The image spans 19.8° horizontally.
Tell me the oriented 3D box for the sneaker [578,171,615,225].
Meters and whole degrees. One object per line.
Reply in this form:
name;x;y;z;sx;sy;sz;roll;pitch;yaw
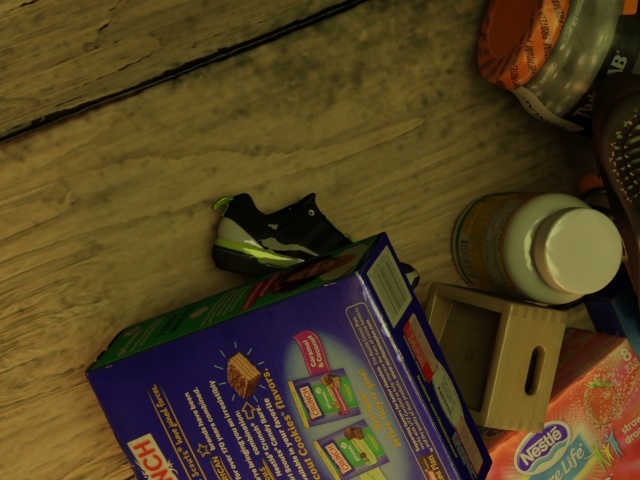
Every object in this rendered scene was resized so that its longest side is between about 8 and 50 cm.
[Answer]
sneaker;0.389;-0.021;2.022;0.214;0.084;0.083;6;77;9

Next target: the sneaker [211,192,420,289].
sneaker;0.000;0.000;1.915;0.234;0.084;0.097;10;87;-19

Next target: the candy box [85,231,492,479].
candy box;-0.031;0.176;1.809;0.317;0.122;0.268;-21;102;21

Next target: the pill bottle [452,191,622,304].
pill bottle;0.229;0.007;1.927;0.117;0.208;0.118;-1;92;-18

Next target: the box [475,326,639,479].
box;0.226;0.242;1.969;0.300;0.142;0.154;-36;102;-14

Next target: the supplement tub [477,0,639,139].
supplement tub;0.341;-0.192;1.968;0.316;0.193;0.194;17;86;-18

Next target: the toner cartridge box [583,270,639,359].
toner cartridge box;0.443;0.182;2.076;0.165;0.075;0.348;-28;100;-15

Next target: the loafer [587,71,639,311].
loafer;0.366;-0.036;1.903;0.133;0.130;0.366;-18;129;3

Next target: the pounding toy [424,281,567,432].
pounding toy;0.146;0.140;1.916;0.094;0.206;0.181;10;93;-37
